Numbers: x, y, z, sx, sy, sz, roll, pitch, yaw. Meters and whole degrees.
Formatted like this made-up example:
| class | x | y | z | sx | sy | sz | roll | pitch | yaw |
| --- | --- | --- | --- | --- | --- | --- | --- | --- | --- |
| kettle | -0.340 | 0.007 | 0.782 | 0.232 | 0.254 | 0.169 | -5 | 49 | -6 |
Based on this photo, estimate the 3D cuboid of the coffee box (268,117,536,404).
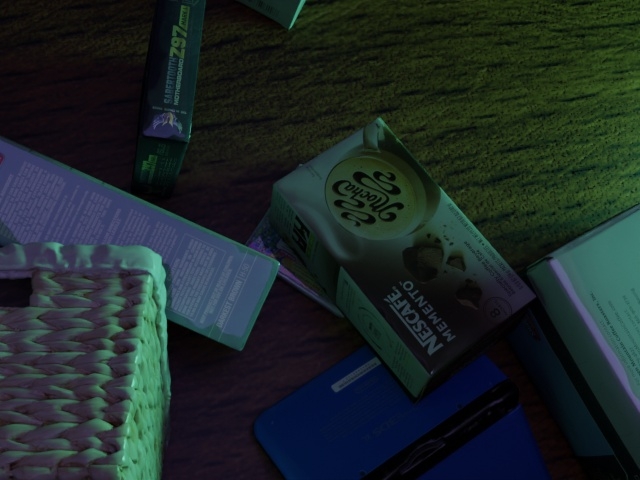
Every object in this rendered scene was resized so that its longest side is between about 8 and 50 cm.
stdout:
| class | x | y | z | sx | sy | sz | roll | pitch | yaw |
| --- | --- | --- | --- | --- | --- | --- | --- | --- | --- |
| coffee box | 0.092 | 0.023 | 1.237 | 0.168 | 0.119 | 0.297 | -33 | 72 | -18 |

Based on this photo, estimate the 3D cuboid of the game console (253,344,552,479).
| class | x | y | z | sx | sy | sz | roll | pitch | yaw |
| --- | --- | --- | --- | --- | --- | --- | --- | --- | --- |
| game console | 0.106 | 0.273 | 1.275 | 0.293 | 0.173 | 0.250 | -31 | 53 | -16 |

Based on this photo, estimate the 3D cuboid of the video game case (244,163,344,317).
| class | x | y | z | sx | sy | sz | roll | pitch | yaw |
| --- | --- | --- | --- | --- | --- | --- | --- | --- | --- |
| video game case | 0.000 | 0.000 | 1.327 | 0.157 | 0.019 | 0.143 | 33 | 73 | -2 |

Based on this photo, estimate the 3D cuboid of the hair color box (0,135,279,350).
| class | x | y | z | sx | sy | sz | roll | pitch | yaw |
| --- | --- | --- | --- | --- | --- | --- | --- | --- | --- |
| hair color box | -0.242 | 0.002 | 1.189 | 0.374 | 0.185 | 0.113 | 25 | 84 | -4 |

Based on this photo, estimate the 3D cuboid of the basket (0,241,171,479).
| class | x | y | z | sx | sy | sz | roll | pitch | yaw |
| --- | --- | --- | --- | --- | --- | --- | --- | --- | --- |
| basket | -0.318 | 0.201 | 1.009 | 0.328 | 0.331 | 0.266 | 0 | 44 | -6 |

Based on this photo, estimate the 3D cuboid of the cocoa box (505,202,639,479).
| class | x | y | z | sx | sy | sz | roll | pitch | yaw |
| --- | --- | --- | --- | --- | --- | --- | --- | --- | --- |
| cocoa box | 0.405 | 0.144 | 1.255 | 0.231 | 0.228 | 0.347 | -28 | 83 | -16 |

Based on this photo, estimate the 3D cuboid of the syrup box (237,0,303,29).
| class | x | y | z | sx | sy | sz | roll | pitch | yaw |
| --- | --- | --- | --- | --- | --- | --- | --- | --- | --- |
| syrup box | -0.022 | -0.418 | 1.384 | 0.093 | 0.096 | 0.237 | 28 | 73 | -5 |

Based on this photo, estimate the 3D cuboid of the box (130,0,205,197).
| class | x | y | z | sx | sy | sz | roll | pitch | yaw |
| --- | --- | --- | --- | --- | --- | --- | --- | --- | --- |
| box | -0.185 | -0.169 | 1.222 | 0.059 | 0.232 | 0.183 | 7 | 76 | -11 |
